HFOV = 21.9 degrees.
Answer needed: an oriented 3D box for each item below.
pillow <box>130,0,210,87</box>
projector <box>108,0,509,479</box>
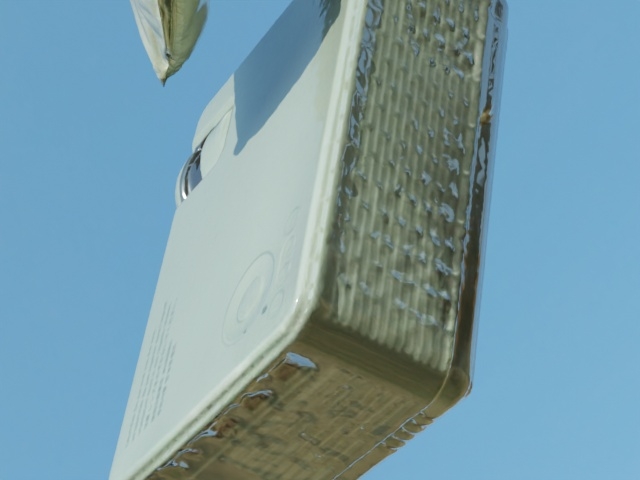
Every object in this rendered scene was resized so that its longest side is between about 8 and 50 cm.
[{"bbox_3d":[-0.080,-0.185,0.839,0.051,0.229,0.128,0,-55,-7],"label":"pillow"},{"bbox_3d":[0.000,0.000,0.782,0.099,0.256,0.192,27,-43,-20],"label":"projector"}]
